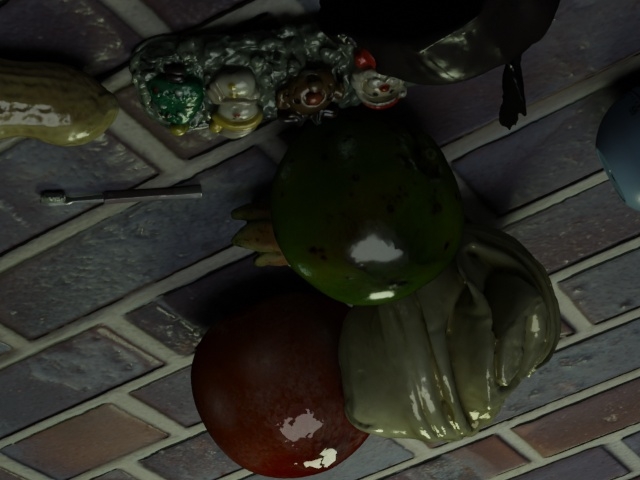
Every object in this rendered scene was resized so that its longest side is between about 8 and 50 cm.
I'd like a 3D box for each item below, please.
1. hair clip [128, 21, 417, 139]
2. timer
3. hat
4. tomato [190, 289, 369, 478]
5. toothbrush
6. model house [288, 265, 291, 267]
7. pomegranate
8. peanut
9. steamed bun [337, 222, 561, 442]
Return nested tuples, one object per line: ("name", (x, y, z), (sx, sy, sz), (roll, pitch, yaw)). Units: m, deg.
("hair clip", (-0.040, -0.170, 1.544), (0.321, 0.091, 0.138), (-11, 142, -1))
("timer", (0.442, -0.136, 1.695), (0.255, 0.175, 0.175), (-35, 149, -17))
("hat", (0.177, -0.268, 1.349), (0.209, 0.238, 0.336), (20, 125, -33))
("tomato", (-0.038, 0.201, 1.933), (0.264, 0.265, 0.265), (-7, 145, -5))
("toothbrush", (-0.240, -0.054, 1.723), (0.194, 0.014, 0.017), (-2, 144, -11))
("model house", (0.000, 0.000, 1.814), (0.083, 0.066, 0.078), (-31, 143, 23))
("pomegranate", (0.022, -0.025, 1.671), (0.301, 0.236, 0.236), (-22, 145, 37))
("peanut", (-0.320, -0.145, 1.509), (0.214, 0.090, 0.099), (4, 131, -18))
("steamed bun", (0.159, 0.105, 1.781), (0.289, 0.276, 0.203), (-13, 166, -18))
